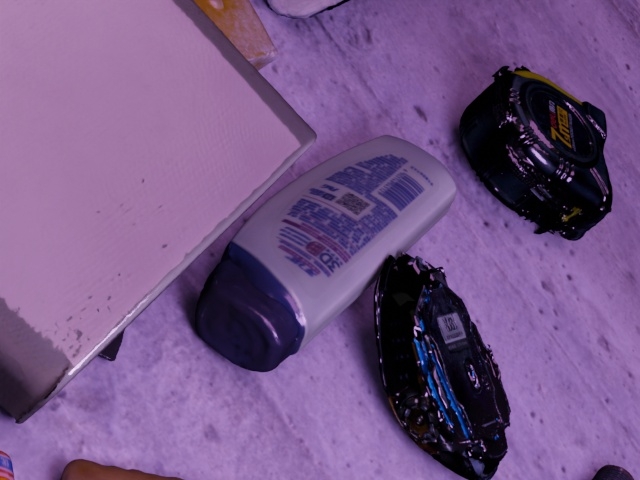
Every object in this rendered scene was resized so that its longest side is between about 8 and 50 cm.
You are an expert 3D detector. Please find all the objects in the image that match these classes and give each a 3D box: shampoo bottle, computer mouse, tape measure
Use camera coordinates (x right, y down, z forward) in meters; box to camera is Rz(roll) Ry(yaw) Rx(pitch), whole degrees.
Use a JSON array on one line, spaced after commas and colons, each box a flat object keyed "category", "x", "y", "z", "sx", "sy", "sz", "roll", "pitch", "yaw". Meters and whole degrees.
[{"category": "shampoo bottle", "x": 0.000, "y": 0.000, "z": 1.470, "sx": 0.134, "sy": 0.078, "sz": 0.359, "roll": 35, "pitch": 40, "yaw": 13}, {"category": "computer mouse", "x": 0.109, "y": 0.127, "z": 1.445, "sx": 0.146, "sy": 0.078, "sz": 0.241, "roll": -4, "pitch": 73, "yaw": -61}, {"category": "tape measure", "x": 0.249, "y": -0.112, "z": 1.739, "sx": 0.186, "sy": 0.112, "sz": 0.199, "roll": 32, "pitch": 37, "yaw": -25}]

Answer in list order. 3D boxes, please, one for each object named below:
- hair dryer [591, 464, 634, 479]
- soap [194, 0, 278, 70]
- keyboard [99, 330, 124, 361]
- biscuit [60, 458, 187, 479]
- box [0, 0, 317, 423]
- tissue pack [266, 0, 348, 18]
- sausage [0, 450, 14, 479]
[{"category": "hair dryer", "x": 0.310, "y": 0.345, "z": 1.476, "sx": 0.195, "sy": 0.050, "sz": 0.173, "roll": 51, "pitch": 44, "yaw": 1}, {"category": "soap", "x": -0.213, "y": -0.249, "z": 1.460, "sx": 0.259, "sy": 0.143, "sz": 0.281, "roll": -23, "pitch": 79, "yaw": -44}, {"category": "keyboard", "x": -0.199, "y": 0.020, "z": 1.343, "sx": 0.074, "sy": 0.015, "sz": 0.196, "roll": 24, "pitch": 45, "yaw": -17}, {"category": "biscuit", "x": -0.063, "y": 0.297, "z": 1.211, "sx": 0.325, "sy": 0.044, "sz": 0.217, "roll": 17, "pitch": 47, "yaw": -28}, {"category": "box", "x": -0.240, "y": -0.089, "z": 1.208, "sx": 0.344, "sy": 0.177, "sz": 0.352, "roll": 46, "pitch": 63, "yaw": -3}, {"category": "tissue pack", "x": 0.059, "y": -0.482, "z": 1.727, "sx": 0.253, "sy": 0.264, "sz": 0.416, "roll": 55, "pitch": 36, "yaw": -25}, {"category": "sausage", "x": -0.241, "y": 0.284, "z": 1.056, "sx": 0.074, "sy": 0.074, "sz": 0.274, "roll": 8, "pitch": 54, "yaw": -34}]
